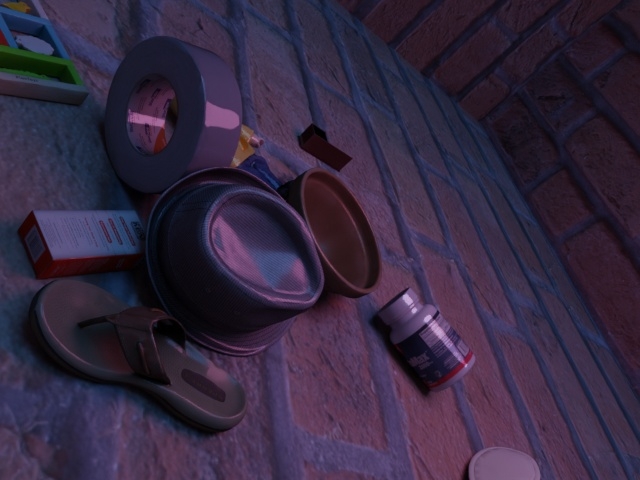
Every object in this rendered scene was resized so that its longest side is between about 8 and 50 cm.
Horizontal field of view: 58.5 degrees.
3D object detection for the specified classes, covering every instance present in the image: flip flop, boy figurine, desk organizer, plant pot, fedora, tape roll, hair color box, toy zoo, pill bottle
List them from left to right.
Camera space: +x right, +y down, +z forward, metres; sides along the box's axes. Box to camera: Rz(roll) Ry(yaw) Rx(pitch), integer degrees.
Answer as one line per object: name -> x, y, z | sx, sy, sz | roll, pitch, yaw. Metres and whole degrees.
toy zoo -> -0.482, -0.325, 0.827 | 0.192, 0.030, 0.293 | -8, 61, -57
hair color box -> -0.281, 0.002, 0.698 | 0.141, 0.043, 0.072 | -4, 59, -55
flip flop -> -0.186, 0.124, 0.644 | 0.277, 0.080, 0.112 | 38, 30, -20
tape roll -> -0.215, -0.173, 0.818 | 0.072, 0.219, 0.219 | 1, 54, -54
boy figurine -> -0.159, -0.176, 1.038 | 0.285, 0.092, 0.177 | 51, 31, -3
fedora -> -0.087, 0.024, 0.751 | 0.275, 0.124, 0.243 | 49, 59, -24
plant pot -> 0.000, 0.000, 1.000 | 0.237, 0.110, 0.237 | 41, 35, -38
desk organizer -> 0.013, -0.223, 1.373 | 0.130, 0.050, 0.047 | 27, 35, -35
pill bottle -> 0.194, 0.183, 1.075 | 0.180, 0.108, 0.108 | 51, 28, 4

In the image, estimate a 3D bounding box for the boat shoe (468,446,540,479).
boat shoe -> 0.296, 0.447, 0.946 | 0.319, 0.116, 0.099 | -21, 116, -67
